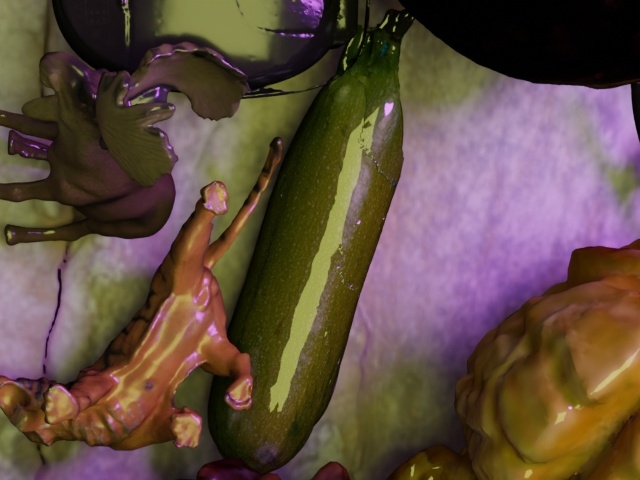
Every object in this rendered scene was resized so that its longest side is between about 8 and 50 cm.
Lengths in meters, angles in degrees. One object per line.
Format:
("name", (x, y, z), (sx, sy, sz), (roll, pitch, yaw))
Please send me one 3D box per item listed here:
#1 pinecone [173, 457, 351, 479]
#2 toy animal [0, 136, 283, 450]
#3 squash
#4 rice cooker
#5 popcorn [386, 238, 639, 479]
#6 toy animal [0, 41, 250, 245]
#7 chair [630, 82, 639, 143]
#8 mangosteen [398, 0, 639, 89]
("pinecone", (-0.052, 0.326, 0.919), (0.397, 0.398, 0.398), (-2, 98, -16))
("toy animal", (-0.092, 0.046, 1.003), (0.114, 0.116, 0.255), (42, 81, -22))
("squash", (-0.002, 0.000, 1.032), (0.087, 0.087, 0.331), (16, 95, -18))
("rice cooker", (-0.069, -0.158, 0.971), (0.203, 0.118, 0.142), (1, 89, -15))
("popcorn", (0.195, 0.128, 1.024), (0.332, 0.265, 0.225), (-30, 75, 8))
("toy animal", (-0.129, -0.058, 0.924), (0.186, 0.214, 0.094), (4, 74, 14))
("chair", (0.367, -0.114, 1.091), (0.260, 0.141, 0.154), (-35, 105, -20))
("mangosteen", (0.173, -0.244, 0.950), (0.313, 0.297, 0.297), (-24, 106, -49))
